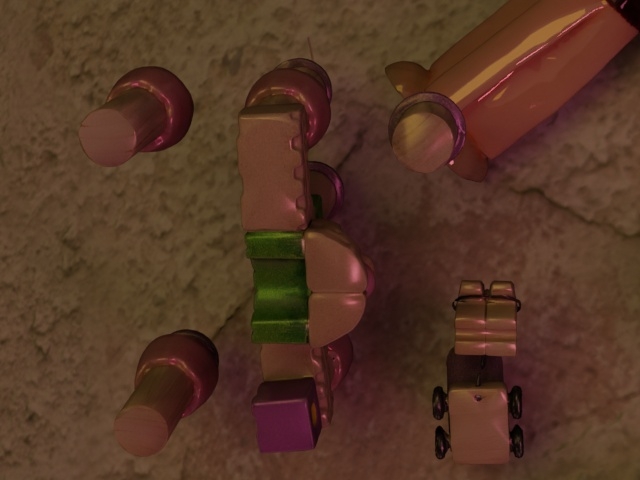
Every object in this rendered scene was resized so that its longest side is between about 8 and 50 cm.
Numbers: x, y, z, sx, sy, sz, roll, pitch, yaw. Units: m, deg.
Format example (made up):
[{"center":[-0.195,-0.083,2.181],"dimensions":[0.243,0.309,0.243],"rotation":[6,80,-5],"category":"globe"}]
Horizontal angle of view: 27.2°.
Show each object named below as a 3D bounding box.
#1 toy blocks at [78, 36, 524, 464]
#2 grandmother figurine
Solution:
[{"center":[0.000,0.000,1.032],"dimensions":[0.309,0.260,0.289],"rotation":[-1,105,9],"category":"toy blocks"},{"center":[0.216,-0.187,0.993],"dimensions":[0.342,0.104,0.208],"rotation":[-42,67,20],"category":"grandmother figurine"}]
